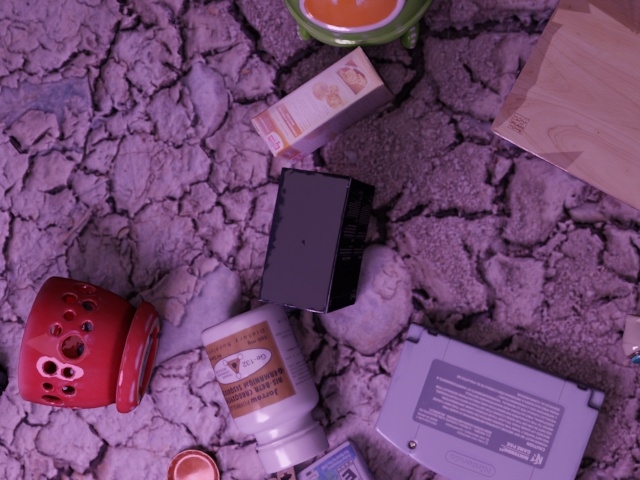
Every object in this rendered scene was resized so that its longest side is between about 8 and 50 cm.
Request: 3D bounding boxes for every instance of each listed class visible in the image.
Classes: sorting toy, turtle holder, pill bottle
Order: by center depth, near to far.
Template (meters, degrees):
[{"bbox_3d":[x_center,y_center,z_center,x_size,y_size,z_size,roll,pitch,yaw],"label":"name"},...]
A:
[{"bbox_3d":[0.063,-0.440,1.720,0.243,0.227,0.320,25,74,18],"label":"turtle holder"},{"bbox_3d":[0.415,-0.204,1.740,0.257,0.089,0.255,29,94,9],"label":"sorting toy"},{"bbox_3d":[-0.076,0.216,1.798,0.131,0.131,0.229,-23,86,9],"label":"pill bottle"}]

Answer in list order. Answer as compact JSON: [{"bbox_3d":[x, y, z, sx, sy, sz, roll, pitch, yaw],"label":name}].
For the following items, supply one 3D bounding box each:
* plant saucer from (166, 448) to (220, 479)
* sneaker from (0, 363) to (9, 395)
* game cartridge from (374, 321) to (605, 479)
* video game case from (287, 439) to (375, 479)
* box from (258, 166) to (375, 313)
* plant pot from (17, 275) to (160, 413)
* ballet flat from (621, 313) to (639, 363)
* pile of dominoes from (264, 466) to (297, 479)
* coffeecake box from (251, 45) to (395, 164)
[{"bbox_3d":[-0.193,0.360,1.877,0.083,0.013,0.083,0,89,10],"label":"plant saucer"},{"bbox_3d":[-0.544,0.248,1.894,0.130,0.109,0.286,-7,91,3],"label":"sneaker"},{"bbox_3d":[0.239,0.259,1.787,0.297,0.062,0.198,20,97,9],"label":"game cartridge"},{"bbox_3d":[-0.024,0.497,1.767,0.329,0.036,0.300,-35,55,7],"label":"video game case"},{"bbox_3d":[0.000,0.000,1.721,0.103,0.261,0.184,8,91,9],"label":"box"},{"bbox_3d":[-0.336,0.161,1.819,0.174,0.191,0.191,12,92,0],"label":"plant pot"},{"bbox_3d":[0.547,0.117,1.726,0.248,0.086,0.086,-7,89,10],"label":"ballet flat"},{"bbox_3d":[-0.098,0.461,1.777,0.251,0.040,0.196,-39,54,4],"label":"pile of dominoes"},{"bbox_3d":[0.007,-0.192,1.781,0.185,0.142,0.068,-33,84,8],"label":"coffeecake box"}]
